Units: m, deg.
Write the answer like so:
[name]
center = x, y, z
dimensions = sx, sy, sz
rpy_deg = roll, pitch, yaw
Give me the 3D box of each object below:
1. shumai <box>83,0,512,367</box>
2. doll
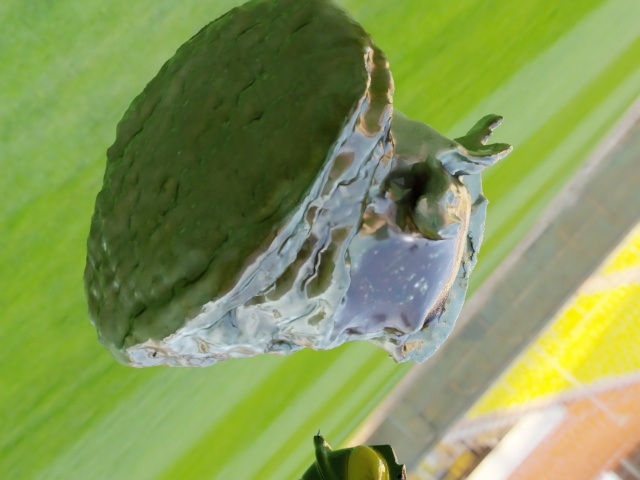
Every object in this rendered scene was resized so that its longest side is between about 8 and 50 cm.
[shumai]
center = 0.000, 0.000, 1.126
dimensions = 0.288, 0.292, 0.330
rpy_deg = 38, 85, -42
[doll]
center = 0.046, 0.287, 1.354
dimensions = 0.127, 0.249, 0.088
rpy_deg = -12, 147, -17
